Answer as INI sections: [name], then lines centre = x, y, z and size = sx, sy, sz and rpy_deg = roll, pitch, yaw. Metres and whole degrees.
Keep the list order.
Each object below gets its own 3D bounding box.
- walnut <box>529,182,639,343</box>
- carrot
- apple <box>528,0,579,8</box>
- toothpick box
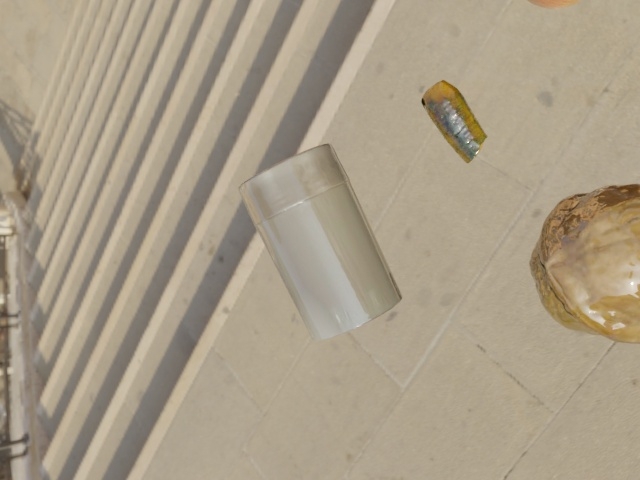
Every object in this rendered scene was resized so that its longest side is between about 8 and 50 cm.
[walnut]
centre = 0.547, 0.039, 1.234
size = 0.306, 0.344, 0.305
rpy_deg = 178, 90, -65
[carrot]
centre = 0.278, -0.244, 1.388
size = 0.082, 0.082, 0.173
rpy_deg = -37, 95, 32
[apple]
centre = 0.557, -0.727, 1.488
size = 0.392, 0.391, 0.346
rpy_deg = -34, 91, 34
[toothpick box]
centre = 0.000, 0.000, 0.709
size = 0.111, 0.111, 0.180
rpy_deg = -24, 93, 36
